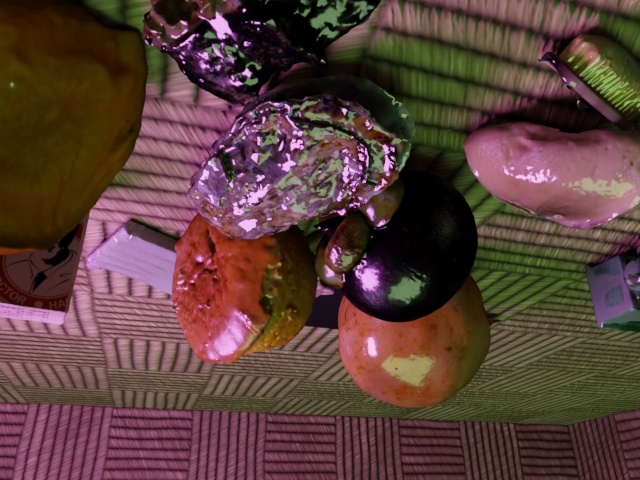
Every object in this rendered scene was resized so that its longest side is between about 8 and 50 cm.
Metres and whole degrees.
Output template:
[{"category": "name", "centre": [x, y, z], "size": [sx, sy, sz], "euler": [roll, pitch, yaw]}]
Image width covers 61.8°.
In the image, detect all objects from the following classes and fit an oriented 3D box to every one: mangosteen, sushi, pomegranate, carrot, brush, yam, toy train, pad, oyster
[{"category": "mangosteen", "centre": [0.104, 0.002, 0.759], "size": [0.242, 0.243, 0.243], "euler": [-1, 152, 0]}, {"category": "sushi", "centre": [-0.056, -0.197, 0.442], "size": [0.212, 0.147, 0.115], "euler": [-16, 149, 34]}, {"category": "pomegranate", "centre": [0.177, 0.166, 1.014], "size": [0.307, 0.307, 0.307], "euler": [-1, 152, 0]}, {"category": "carrot", "centre": [-0.355, -0.098, 0.524], "size": [0.340, 0.242, 0.241], "euler": [-7, 152, 13]}, {"category": "brush", "centre": [0.372, -0.153, 0.628], "size": [0.312, 0.072, 0.067], "euler": [20, 132, -35]}, {"category": "yam", "centre": [0.000, 0.000, 0.936], "size": [0.032, 0.032, 0.145], "euler": [21, 145, -35]}, {"category": "toy train", "centre": [0.663, 0.087, 1.003], "size": [0.266, 0.145, 0.202], "euler": [7, 155, -13]}, {"category": "pad", "centre": [0.054, 0.146, 1.243], "size": [0.247, 0.007, 0.367], "euler": [7, 152, -15]}, {"category": "oyster", "centre": [-0.056, -0.093, 0.667], "size": [0.351, 0.162, 0.158], "euler": [-14, -169, 39]}]

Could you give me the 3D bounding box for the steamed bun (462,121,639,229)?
[{"category": "steamed bun", "centre": [0.309, -0.070, 0.658], "size": [0.231, 0.110, 0.212], "euler": [12, 178, -20]}]

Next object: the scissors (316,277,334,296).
[{"category": "scissors", "centre": [-0.134, 0.104, 1.139], "size": [0.317, 0.024, 0.160], "euler": [-7, 152, 18]}]

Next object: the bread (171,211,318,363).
[{"category": "bread", "centre": [-0.123, 0.054, 0.823], "size": [0.145, 0.268, 0.268], "euler": [12, 151, -44]}]

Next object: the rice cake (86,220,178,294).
[{"category": "rice cake", "centre": [-0.314, 0.039, 0.994], "size": [0.198, 0.037, 0.189], "euler": [23, 144, -37]}]

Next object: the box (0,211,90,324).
[{"category": "box", "centre": [-0.493, -0.024, 0.682], "size": [0.353, 0.214, 0.069], "euler": [15, 148, -26]}]

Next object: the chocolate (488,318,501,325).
[{"category": "chocolate", "centre": [0.377, 0.225, 1.380], "size": [0.086, 0.028, 0.182], "euler": [3, 154, -23]}]
